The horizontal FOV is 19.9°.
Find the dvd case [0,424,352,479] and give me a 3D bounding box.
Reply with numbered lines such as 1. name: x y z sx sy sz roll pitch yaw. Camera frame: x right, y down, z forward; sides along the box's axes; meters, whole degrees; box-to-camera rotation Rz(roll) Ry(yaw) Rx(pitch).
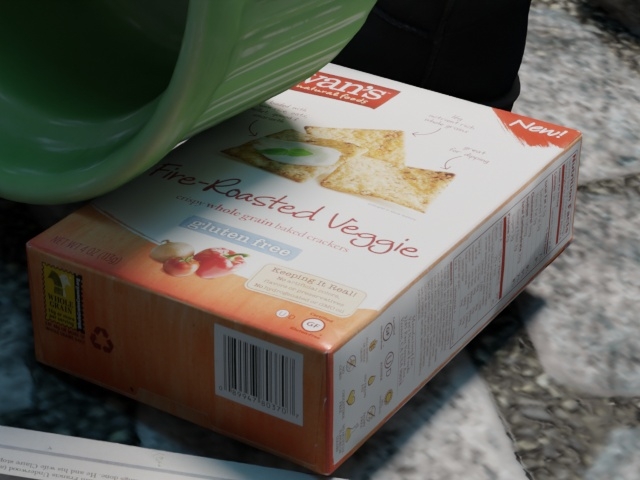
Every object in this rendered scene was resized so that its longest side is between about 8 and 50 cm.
1. dvd case: -0.073 0.161 0.645 0.179 0.029 0.238 10 34 -4

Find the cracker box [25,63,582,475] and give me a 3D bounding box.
1. cracker box: 0.000 0.000 0.836 0.156 0.067 0.232 18 33 27

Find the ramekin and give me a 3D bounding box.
1. ramekin: -0.104 -0.180 0.822 0.303 0.303 0.148 36 40 29

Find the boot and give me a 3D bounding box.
1. boot: 0.013 -0.162 0.963 0.247 0.207 0.094 3 37 -12
